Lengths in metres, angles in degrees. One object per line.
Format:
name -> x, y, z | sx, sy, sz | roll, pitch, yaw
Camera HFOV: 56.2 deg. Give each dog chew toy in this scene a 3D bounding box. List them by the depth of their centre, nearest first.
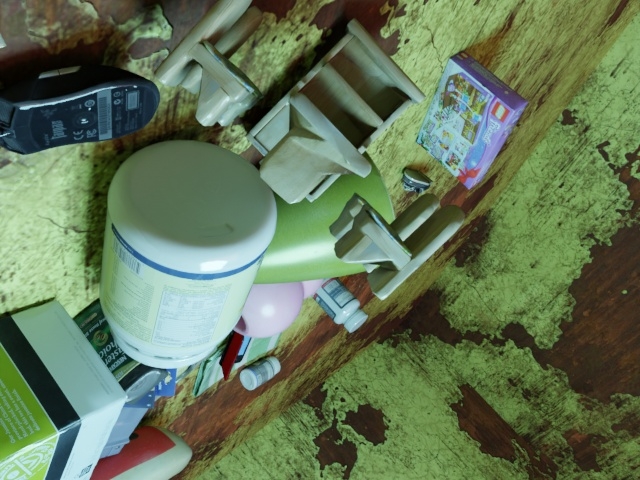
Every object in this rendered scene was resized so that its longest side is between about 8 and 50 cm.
dog chew toy -> -0.084, 0.064, 1.343 | 0.332, 0.206, 0.207 | -41, 163, -33

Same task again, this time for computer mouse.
computer mouse -> -0.302, -0.162, 0.623 | 0.262, 0.060, 0.184 | -22, 158, -22

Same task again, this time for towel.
towel -> -0.240, 0.346, 1.855 | 0.325, 0.038, 0.248 | -30, 157, -36

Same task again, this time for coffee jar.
coffee jar -> -0.358, 0.198, 1.068 | 0.096, 0.184, 0.079 | -41, 161, -9

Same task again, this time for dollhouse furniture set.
dollhouse furniture set -> 0.028, -0.176, 0.834 | 0.256, 0.362, 0.394 | -45, -171, 6

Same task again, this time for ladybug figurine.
ladybug figurine -> -0.544, 0.623, 1.583 | 0.305, 0.162, 0.449 | -37, 169, 30

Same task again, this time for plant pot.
plant pot -> -0.050, -0.027, 1.158 | 0.293, 0.275, 0.275 | -21, 154, -20

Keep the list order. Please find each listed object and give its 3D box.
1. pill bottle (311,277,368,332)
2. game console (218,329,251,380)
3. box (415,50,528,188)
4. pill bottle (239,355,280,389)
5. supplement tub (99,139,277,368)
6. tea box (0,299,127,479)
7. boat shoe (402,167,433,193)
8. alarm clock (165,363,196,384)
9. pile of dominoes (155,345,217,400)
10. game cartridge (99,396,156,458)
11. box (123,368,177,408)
pill bottle -> 0.066, 0.210, 1.965 | 0.108, 0.180, 0.108 | -38, 161, -16
game console -> -0.221, 0.306, 1.675 | 0.124, 0.085, 0.144 | 5, 114, -52
box -> 0.360, -0.288, 1.475 | 0.057, 0.201, 0.293 | -34, 159, -26
pill bottle -> -0.209, 0.461, 2.099 | 0.137, 0.078, 0.078 | -21, 151, -49
supplement tub -> -0.216, 0.034, 0.931 | 0.235, 0.235, 0.325 | -28, 156, -39
tea box -> -0.525, 0.314, 0.919 | 0.323, 0.220, 0.329 | -22, 151, -47
boat shoe -> 0.280, -0.166, 1.768 | 0.065, 0.075, 0.206 | -53, 164, 17
alarm clock -> -0.341, 0.270, 1.253 | 0.192, 0.064, 0.129 | -46, 154, 9
pile of dominoes -> -0.360, 0.293, 1.531 | 0.251, 0.040, 0.196 | -39, 158, -39
game cartridge -> -0.495, 0.394, 1.350 | 0.230, 0.068, 0.355 | -3, 137, -52
box -> -0.393, 0.271, 1.152 | 0.225, 0.036, 0.136 | 5, 133, -12
